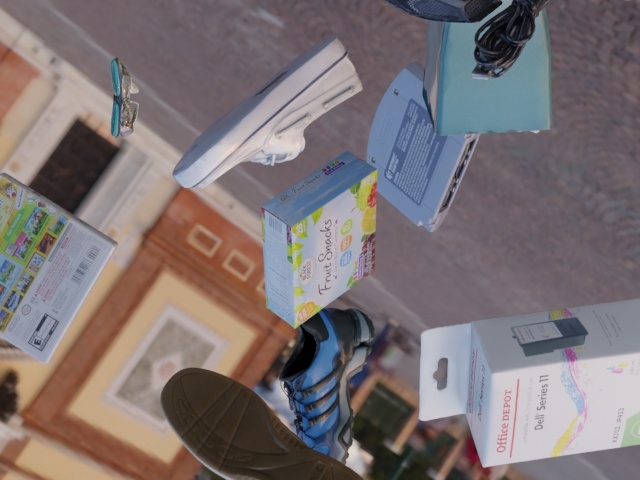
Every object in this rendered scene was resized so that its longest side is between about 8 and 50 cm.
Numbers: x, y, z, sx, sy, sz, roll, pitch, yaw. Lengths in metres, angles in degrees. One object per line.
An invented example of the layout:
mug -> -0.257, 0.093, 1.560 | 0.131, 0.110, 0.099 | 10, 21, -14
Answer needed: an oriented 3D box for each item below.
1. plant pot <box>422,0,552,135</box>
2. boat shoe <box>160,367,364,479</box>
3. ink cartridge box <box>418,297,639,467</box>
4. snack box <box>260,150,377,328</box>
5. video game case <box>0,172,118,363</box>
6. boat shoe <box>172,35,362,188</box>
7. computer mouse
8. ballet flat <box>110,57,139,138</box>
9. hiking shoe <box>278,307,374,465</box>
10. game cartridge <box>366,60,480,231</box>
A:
plant pot -> 0.237, -0.292, 1.588 | 0.166, 0.234, 0.165 | -3, -152, -1
boat shoe -> -0.083, 0.309, 1.578 | 0.341, 0.121, 0.110 | 35, 159, 13
ink cartridge box -> 0.329, 0.214, 1.641 | 0.119, 0.354, 0.207 | -104, 8, -51
snack box -> 0.000, 0.000, 1.615 | 0.070, 0.174, 0.207 | 34, 143, 32
video game case -> -0.452, 0.044, 1.710 | 0.206, 0.227, 0.026 | 32, -167, -2
boat shoe -> -0.051, -0.129, 1.273 | 0.084, 0.258, 0.095 | 54, 163, -17
computer mouse -> 0.132, -0.298, 1.283 | 0.272, 0.188, 0.072 | 28, 160, 12
ballet flat -> -0.273, -0.200, 1.563 | 0.041, 0.114, 0.041 | 4, -160, -1
hiking shoe -> -0.016, 0.247, 1.764 | 0.132, 0.304, 0.113 | 13, 176, -27
game cartridge -> 0.179, -0.173, 2.031 | 0.196, 0.060, 0.294 | 40, 141, 19
